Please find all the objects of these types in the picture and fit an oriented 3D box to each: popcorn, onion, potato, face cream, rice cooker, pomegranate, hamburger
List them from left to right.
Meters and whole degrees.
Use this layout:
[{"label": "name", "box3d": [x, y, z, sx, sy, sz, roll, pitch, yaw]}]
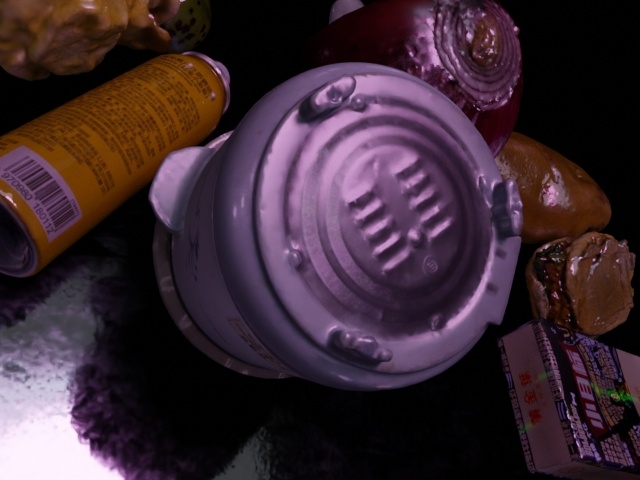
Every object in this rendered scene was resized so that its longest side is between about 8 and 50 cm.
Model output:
[{"label": "popcorn", "box3d": [-0.278, -0.262, 0.518, 0.266, 0.192, 0.233, 14, 33, -29]}, {"label": "face cream", "box3d": [-0.195, -0.109, 0.522, 0.105, 0.105, 0.349, 41, 42, -8]}, {"label": "pomegranate", "box3d": [-0.213, -0.294, 0.655, 0.161, 0.122, 0.122, -23, 72, -11]}, {"label": "rice cooker", "box3d": [0.000, 0.000, 0.468, 0.316, 0.316, 0.264, 24, 73, -24]}, {"label": "onion", "box3d": [0.146, -0.190, 0.739, 0.336, 0.282, 0.260, -14, 88, -41]}, {"label": "potato", "box3d": [0.361, -0.103, 0.957, 0.369, 0.176, 0.195, 22, 89, -16]}, {"label": "hamburger", "box3d": [0.431, 0.083, 0.879, 0.206, 0.130, 0.183, -14, 95, -26]}]

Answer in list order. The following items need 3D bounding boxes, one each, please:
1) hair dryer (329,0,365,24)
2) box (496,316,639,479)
[{"label": "hair dryer", "box3d": [0.122, -0.312, 0.975, 0.267, 0.092, 0.229, 25, 53, -37]}, {"label": "box", "box3d": [0.415, 0.253, 0.770, 0.310, 0.084, 0.198, 21, 48, -27]}]
